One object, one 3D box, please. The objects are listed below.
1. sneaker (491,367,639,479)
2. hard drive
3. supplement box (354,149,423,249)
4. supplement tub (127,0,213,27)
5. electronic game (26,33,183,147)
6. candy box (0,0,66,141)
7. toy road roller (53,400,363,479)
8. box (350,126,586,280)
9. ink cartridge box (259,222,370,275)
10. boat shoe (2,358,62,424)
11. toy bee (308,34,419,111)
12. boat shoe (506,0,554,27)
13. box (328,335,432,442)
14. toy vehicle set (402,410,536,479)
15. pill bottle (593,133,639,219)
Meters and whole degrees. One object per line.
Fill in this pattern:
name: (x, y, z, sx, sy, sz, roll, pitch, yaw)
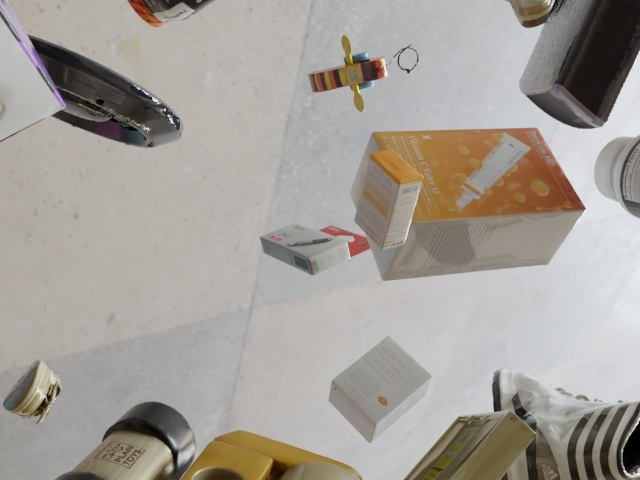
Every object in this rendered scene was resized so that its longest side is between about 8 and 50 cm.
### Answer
sneaker: (0.426, 0.322, 1.272, 0.257, 0.169, 0.447, -7, -176, 14)
hard drive: (0.237, -0.190, 0.671, 0.254, 0.054, 0.172, -59, 171, -75)
supplement box: (0.078, -0.047, 0.880, 0.036, 0.062, 0.098, -13, 134, -30)
supplement tub: (-0.313, -0.680, 1.847, 0.338, 0.207, 0.207, -28, 145, 19)
electronic game: (-0.250, -0.154, 0.773, 0.229, 0.229, 0.048, 29, 79, -49)
candy box: (-0.256, -0.181, 0.475, 0.070, 0.196, 0.165, -29, 166, -9)
toy road roller: (-0.123, 0.328, 0.747, 0.202, 0.330, 0.240, -45, 146, -70)
box: (0.260, -0.071, 1.378, 0.345, 0.215, 0.168, -5, 143, -19)
ink cartridge box: (0.000, 0.000, 2.091, 0.239, 0.275, 0.060, -24, 114, -26)
boat shoe: (-0.555, 0.299, 1.499, 0.089, 0.285, 0.104, 42, 80, -12)
toy bee: (0.113, -0.464, 2.018, 0.298, 0.162, 0.195, -34, 105, 7)
boat shoe: (0.272, -0.366, 1.033, 0.068, 0.190, 0.072, -26, 128, 12)
box: (0.122, 0.304, 1.556, 0.170, 0.130, 0.091, -33, 151, -27)
toy vehicle set: (0.144, 0.270, 0.863, 0.166, 0.035, 0.267, -46, 171, -11)
pill bottle: (0.650, -0.108, 1.364, 0.176, 0.318, 0.176, -5, 105, -18)
